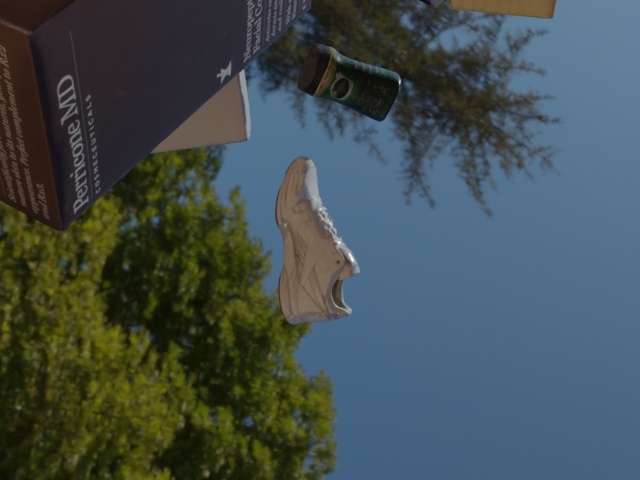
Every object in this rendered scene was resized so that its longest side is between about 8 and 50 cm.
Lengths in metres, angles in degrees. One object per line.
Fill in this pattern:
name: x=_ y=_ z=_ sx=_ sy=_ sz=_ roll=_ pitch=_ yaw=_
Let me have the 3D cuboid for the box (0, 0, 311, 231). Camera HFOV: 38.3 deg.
box: x=-0.149 y=-0.208 z=0.763 sx=0.143 sy=0.191 sz=0.381 roll=27 pitch=-129 yaw=17

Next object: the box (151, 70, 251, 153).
box: x=-0.314 y=-0.260 z=1.760 sx=0.215 sy=0.345 sz=0.168 roll=-104 pitch=-173 yaw=-77

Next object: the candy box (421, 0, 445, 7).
candy box: x=0.181 y=-0.469 z=1.293 sx=0.159 sy=0.071 sz=0.234 roll=-33 pitch=-130 yaw=48

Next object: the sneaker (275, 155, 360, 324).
sneaker: x=0.000 y=0.000 z=1.660 sx=0.152 sy=0.114 sz=0.305 roll=0 pitch=-81 yaw=20

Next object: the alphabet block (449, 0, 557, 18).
alphabet block: x=0.337 y=-0.524 z=1.649 sx=0.193 sy=0.192 sz=0.197 roll=-70 pitch=166 yaw=-60

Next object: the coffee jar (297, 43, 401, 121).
coffee jar: x=0.052 y=-0.300 z=1.745 sx=0.079 sy=0.184 sz=0.096 roll=-92 pitch=-154 yaw=-53
